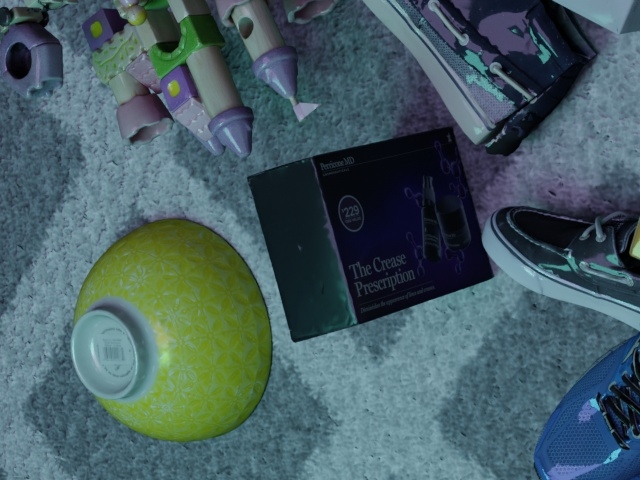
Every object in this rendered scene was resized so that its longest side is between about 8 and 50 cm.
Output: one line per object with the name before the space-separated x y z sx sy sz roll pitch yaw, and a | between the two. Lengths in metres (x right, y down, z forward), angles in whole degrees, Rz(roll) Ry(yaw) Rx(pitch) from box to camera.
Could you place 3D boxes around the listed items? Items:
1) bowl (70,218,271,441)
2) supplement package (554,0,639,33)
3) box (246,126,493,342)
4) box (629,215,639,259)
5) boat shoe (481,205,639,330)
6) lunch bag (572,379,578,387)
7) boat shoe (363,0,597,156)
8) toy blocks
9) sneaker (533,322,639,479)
bowl | -0.220 0.127 2.311 0.289 0.156 0.289 9 105 37
supplement package | 0.296 -0.366 1.809 0.204 0.145 0.261 34 119 28
box | 0.058 -0.012 1.996 0.103 0.261 0.184 -19 88 39
box | 0.462 -0.113 1.721 0.215 0.168 0.345 26 114 31
boat shoe | 0.305 0.019 1.896 0.301 0.108 0.102 29 134 27
lunch bag | 0.392 0.223 1.811 0.262 0.223 0.160 18 101 35
boat shoe | 0.153 -0.269 1.970 0.158 0.127 0.340 -41 82 29
toy blocks | -0.155 -0.196 2.089 0.288 0.309 0.260 -34 72 38
sneaker | 0.309 0.117 1.654 0.330 0.147 0.129 -44 63 24
